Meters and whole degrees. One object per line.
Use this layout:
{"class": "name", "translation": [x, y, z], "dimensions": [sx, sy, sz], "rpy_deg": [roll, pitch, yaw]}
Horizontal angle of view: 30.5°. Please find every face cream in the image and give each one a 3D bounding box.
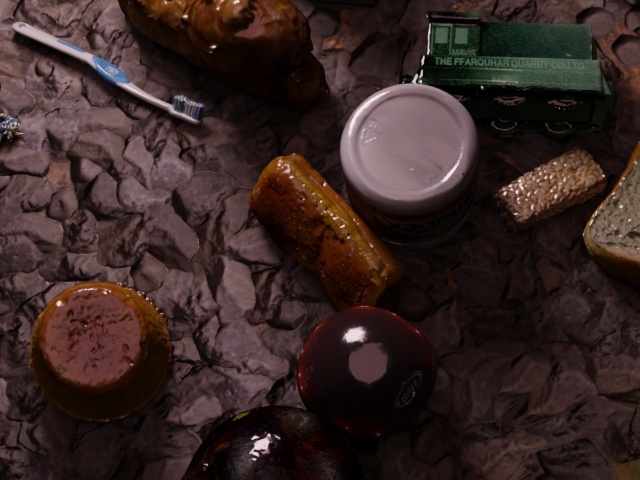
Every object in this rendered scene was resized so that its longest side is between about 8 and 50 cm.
{"class": "face cream", "translation": [0.134, -0.106, 1.741], "dimensions": [0.201, 0.187, 0.201], "rpy_deg": [-2, 70, 5]}

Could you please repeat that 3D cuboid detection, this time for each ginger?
{"class": "ginger", "translation": [-0.173, -0.365, 1.846], "dimensions": [0.418, 0.254, 0.176], "rpy_deg": [37, 83, 22]}

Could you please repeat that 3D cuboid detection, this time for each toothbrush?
{"class": "toothbrush", "translation": [-0.354, -0.277, 1.936], "dimensions": [0.386, 0.040, 0.040], "rpy_deg": [26, 75, 17]}

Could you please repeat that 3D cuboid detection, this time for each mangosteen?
{"class": "mangosteen", "translation": [-0.050, 0.360, 1.561], "dimensions": [0.288, 0.288, 0.288], "rpy_deg": [-2, 70, 5]}

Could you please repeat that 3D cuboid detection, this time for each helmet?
{"class": "helmet", "translation": [0.065, 0.189, 1.654], "dimensions": [0.189, 0.193, 0.216], "rpy_deg": [-54, 32, -14]}

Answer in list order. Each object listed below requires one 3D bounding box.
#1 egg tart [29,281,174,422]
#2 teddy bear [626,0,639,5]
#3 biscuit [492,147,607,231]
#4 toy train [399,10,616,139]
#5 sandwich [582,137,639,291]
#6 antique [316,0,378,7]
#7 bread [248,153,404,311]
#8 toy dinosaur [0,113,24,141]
{"class": "egg tart", "translation": [-0.320, 0.155, 1.705], "dimensions": [0.215, 0.171, 0.215], "rpy_deg": [1, 79, -7]}
{"class": "teddy bear", "translation": [0.535, -0.567, 1.860], "dimensions": [0.367, 0.224, 0.357], "rpy_deg": [-43, 91, -11]}
{"class": "biscuit", "translation": [0.347, -0.074, 1.771], "dimensions": [0.168, 0.070, 0.082], "rpy_deg": [-29, 74, -7]}
{"class": "toy train", "translation": [0.288, -0.259, 1.812], "dimensions": [0.330, 0.138, 0.178], "rpy_deg": [3, 66, 6]}
{"class": "sandwich", "translation": [0.531, -0.016, 1.723], "dimensions": [0.251, 0.087, 0.226], "rpy_deg": [32, 77, 16]}
{"class": "antique", "translation": [0.032, -0.481, 1.906], "dimensions": [0.147, 0.152, 0.147], "rpy_deg": [6, 73, 5]}
{"class": "bread", "translation": [0.001, -0.001, 1.758], "dimensions": [0.077, 0.139, 0.271], "rpy_deg": [-23, 65, -45]}
{"class": "toy dinosaur", "translation": [-0.528, -0.177, 1.917], "dimensions": [0.083, 0.030, 0.047], "rpy_deg": [-13, 67, 1]}
